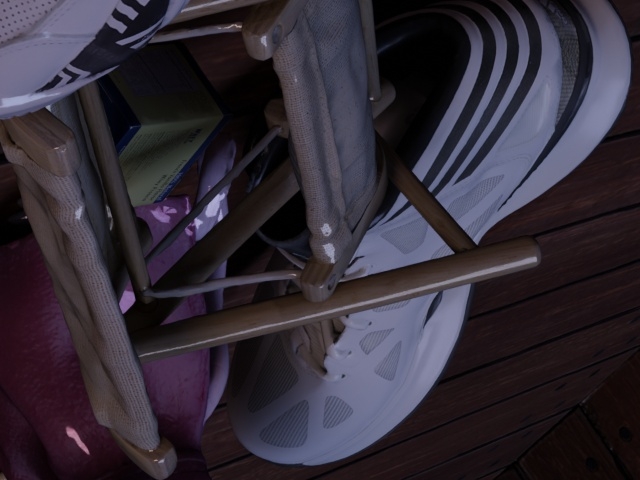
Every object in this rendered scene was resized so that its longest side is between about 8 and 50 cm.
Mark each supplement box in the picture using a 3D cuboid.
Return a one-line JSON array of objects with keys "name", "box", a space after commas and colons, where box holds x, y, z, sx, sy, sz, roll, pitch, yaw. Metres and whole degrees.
[{"name": "supplement box", "box": [-0.112, -0.063, 1.101, 0.083, 0.056, 0.083, -12, 152, -49]}]

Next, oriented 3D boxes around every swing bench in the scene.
[{"name": "swing bench", "box": [-0.040, -0.058, 0.966, 0.254, 0.165, 0.253, -28, 143, -16]}]

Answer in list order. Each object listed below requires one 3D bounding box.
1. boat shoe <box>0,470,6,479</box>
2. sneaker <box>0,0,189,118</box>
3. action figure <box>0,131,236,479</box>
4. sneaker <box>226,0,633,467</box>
[{"name": "boat shoe", "box": [-0.180, 0.118, 1.351, 0.285, 0.104, 0.089, -40, 160, -22]}, {"name": "sneaker", "box": [-0.106, -0.185, 0.669, 0.210, 0.137, 0.366, -9, 145, -53]}, {"name": "action figure", "box": [-0.103, 0.164, 1.182, 0.275, 0.370, 0.248, -24, 156, -12]}, {"name": "sneaker", "box": [0.000, -0.001, 1.319, 0.257, 0.169, 0.447, -9, 141, -49]}]
